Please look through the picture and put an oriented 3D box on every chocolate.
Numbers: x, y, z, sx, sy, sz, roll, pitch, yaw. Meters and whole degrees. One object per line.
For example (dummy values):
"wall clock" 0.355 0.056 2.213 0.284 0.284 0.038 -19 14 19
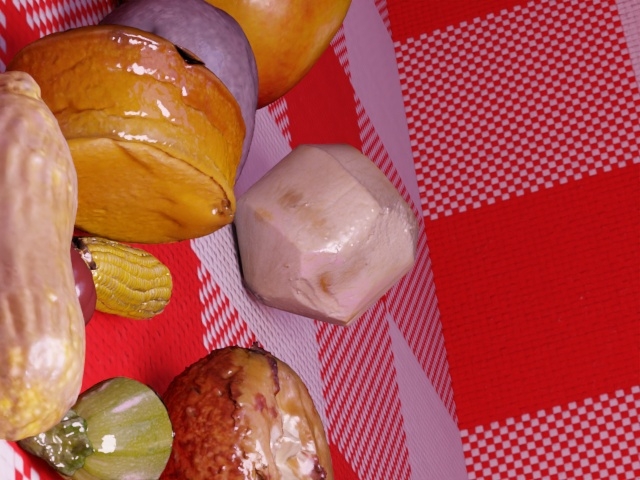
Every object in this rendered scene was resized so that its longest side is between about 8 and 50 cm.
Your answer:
"chocolate" -0.250 0.009 1.459 0.134 0.134 0.309 53 28 -60

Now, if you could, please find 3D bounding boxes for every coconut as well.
"coconut" 0.001 0.002 2.409 0.241 0.241 0.241 -16 90 -78

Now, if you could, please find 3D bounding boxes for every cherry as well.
"cherry" -0.153 -0.156 1.967 0.213 0.183 0.266 19 54 -71

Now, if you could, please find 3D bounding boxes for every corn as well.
"corn" -0.198 0.035 1.800 0.203 0.072 0.072 23 52 -73

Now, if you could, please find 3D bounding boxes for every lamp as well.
"lamp" -0.231 0.036 1.594 0.101 0.090 0.101 49 -15 18

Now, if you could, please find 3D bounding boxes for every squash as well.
"squash" -0.198 0.173 1.599 0.132 0.105 0.105 -8 82 -65

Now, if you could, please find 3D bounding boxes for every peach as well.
"peach" -0.099 -0.307 2.207 0.308 0.307 0.332 39 56 -70

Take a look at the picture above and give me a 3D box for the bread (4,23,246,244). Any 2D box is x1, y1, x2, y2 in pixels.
"bread" -0.179 -0.097 1.757 0.269 0.195 0.143 39 45 -55

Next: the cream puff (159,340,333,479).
"cream puff" -0.081 0.220 1.884 0.240 0.164 0.240 40 40 -46
